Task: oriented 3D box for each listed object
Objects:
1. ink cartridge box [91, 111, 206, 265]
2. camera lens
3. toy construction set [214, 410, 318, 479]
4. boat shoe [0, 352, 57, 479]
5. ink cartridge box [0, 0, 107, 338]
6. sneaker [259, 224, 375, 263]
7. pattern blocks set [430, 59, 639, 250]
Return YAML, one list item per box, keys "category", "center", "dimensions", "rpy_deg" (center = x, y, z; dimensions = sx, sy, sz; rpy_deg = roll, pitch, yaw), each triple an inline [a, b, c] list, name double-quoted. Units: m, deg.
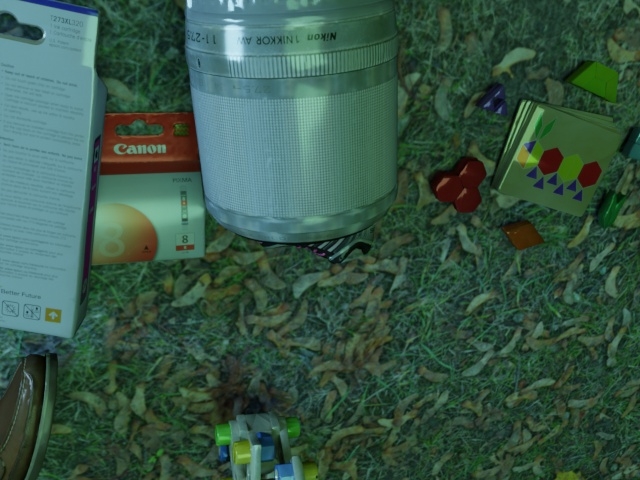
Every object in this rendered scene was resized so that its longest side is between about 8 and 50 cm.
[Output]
- category: "ink cartridge box"
  center: [-0.211, -0.060, 0.796]
  dimensions: [0.146, 0.045, 0.179]
  rpy_deg: [-4, 118, -18]
- category: "camera lens"
  center: [-0.026, -0.147, 0.717]
  dimensions: [0.220, 0.219, 0.274]
  rpy_deg: [-10, 117, -15]
- category: "toy construction set"
  center: [-0.099, 0.382, 0.944]
  dimensions: [0.151, 0.215, 0.327]
  rpy_deg: [12, 109, -23]
- category: "boat shoe"
  center: [-0.415, 0.274, 0.842]
  dimensions: [0.105, 0.110, 0.307]
  rpy_deg: [15, 108, -26]
- category: "ink cartridge box"
  center: [-0.331, -0.076, 0.711]
  dimensions: [0.176, 0.069, 0.370]
  rpy_deg: [10, 113, -7]
- category: "sneaker"
  center: [0.000, 0.000, 0.886]
  dimensions: [0.171, 0.063, 0.074]
  rpy_deg: [-10, 111, -20]
- category: "pattern blocks set"
  center: [0.340, -0.120, 0.970]
  dimensions: [0.325, 0.026, 0.285]
  rpy_deg: [22, 106, -27]
